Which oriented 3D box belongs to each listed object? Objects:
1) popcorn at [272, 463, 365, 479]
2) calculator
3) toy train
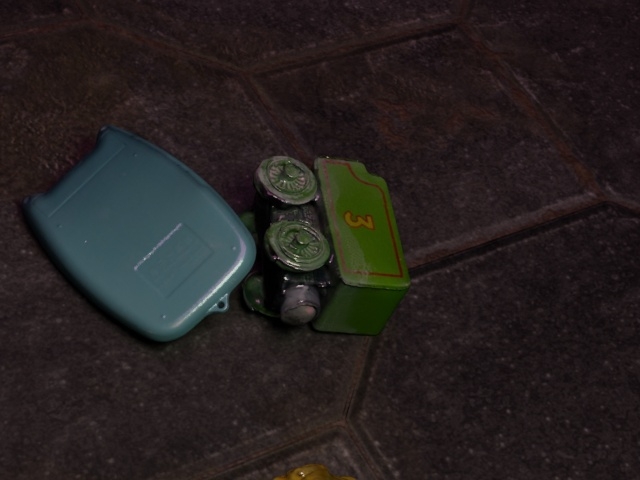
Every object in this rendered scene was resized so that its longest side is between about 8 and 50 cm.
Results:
[{"bbox_3d":[0.010,0.410,1.808,0.250,0.190,0.250,22,13,-5],"label":"popcorn"},{"bbox_3d":[-0.276,-0.012,2.113,0.386,0.054,0.256,40,77,21],"label":"calculator"},{"bbox_3d":[0.000,0.000,2.181,0.249,0.173,0.307,5,50,-21],"label":"toy train"}]
